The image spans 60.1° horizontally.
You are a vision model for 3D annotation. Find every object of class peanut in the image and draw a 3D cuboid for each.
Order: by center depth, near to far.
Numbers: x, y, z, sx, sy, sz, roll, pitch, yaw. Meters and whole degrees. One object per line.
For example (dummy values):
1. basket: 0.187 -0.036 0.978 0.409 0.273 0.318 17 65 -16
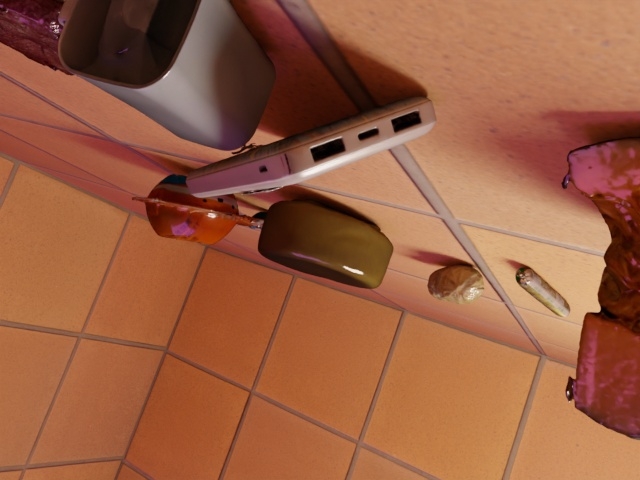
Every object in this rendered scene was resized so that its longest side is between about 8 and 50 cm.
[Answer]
1. peanut: 0.252 0.084 1.058 0.080 0.080 0.174 21 172 -7

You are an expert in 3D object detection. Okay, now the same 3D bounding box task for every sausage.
1. sausage: 0.383 0.092 0.943 0.033 0.033 0.269 13 170 41

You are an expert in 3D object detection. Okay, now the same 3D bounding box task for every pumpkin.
1. pumpkin: 0.266 0.059 0.420 0.139 0.190 0.280 13 169 46

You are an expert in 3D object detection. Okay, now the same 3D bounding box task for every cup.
1. cup: -0.115 -0.134 0.398 0.128 0.095 0.129 18 174 21

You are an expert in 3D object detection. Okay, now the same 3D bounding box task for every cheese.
1. cheese: -0.225 -0.054 1.143 0.217 0.129 0.329 8 178 44

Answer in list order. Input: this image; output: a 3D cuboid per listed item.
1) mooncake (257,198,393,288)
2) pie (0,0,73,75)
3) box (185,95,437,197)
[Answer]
1. mooncake: 0.000 0.000 0.959 0.234 0.117 0.235 19 170 4
2. pie: -0.276 -0.204 0.533 0.154 0.036 0.154 20 173 3
3. box: -0.029 -0.077 0.510 0.142 0.044 0.285 -22 -169 -24
